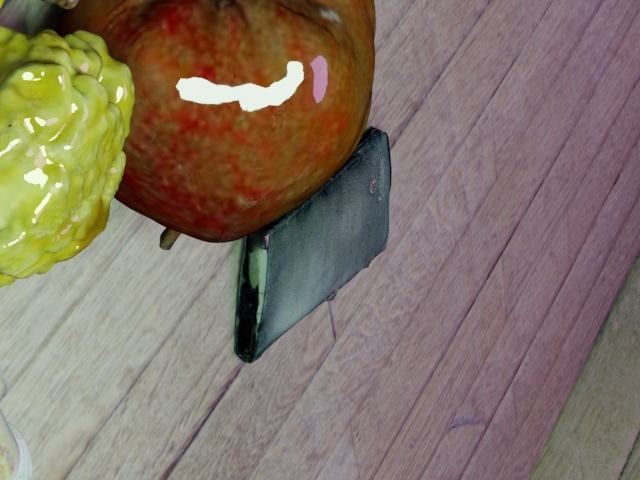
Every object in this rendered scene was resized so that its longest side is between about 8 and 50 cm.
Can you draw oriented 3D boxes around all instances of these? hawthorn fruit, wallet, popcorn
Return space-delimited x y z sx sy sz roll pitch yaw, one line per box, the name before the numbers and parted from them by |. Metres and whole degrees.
hawthorn fruit | -0.086 -0.143 1.537 0.308 0.308 0.325 -59 139 -33
wallet | 0.000 0.000 2.100 0.379 0.046 0.191 -40 139 -54
popcorn | -0.254 -0.066 1.342 0.235 0.181 0.217 -52 154 -33

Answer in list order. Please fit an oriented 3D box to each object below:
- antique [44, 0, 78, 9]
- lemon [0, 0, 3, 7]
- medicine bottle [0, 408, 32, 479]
antique | -0.184 -0.318 1.410 0.257 0.143 0.121 -65 156 -19
lemon | -0.302 -0.178 0.937 0.310 0.257 0.258 -42 140 -60
medicine bottle | -0.324 0.084 1.291 0.426 0.108 0.108 82 31 -54
